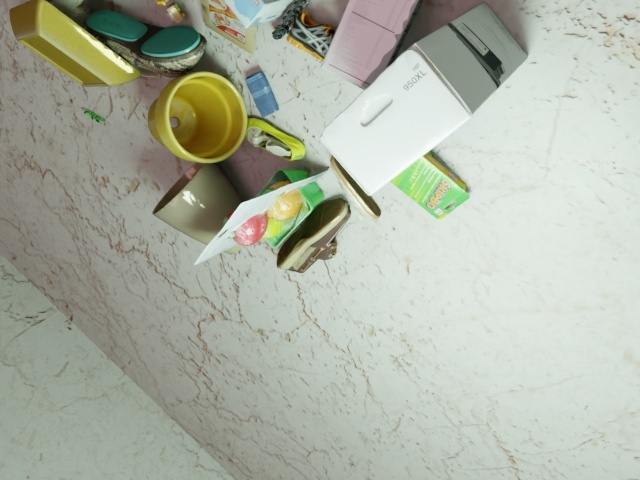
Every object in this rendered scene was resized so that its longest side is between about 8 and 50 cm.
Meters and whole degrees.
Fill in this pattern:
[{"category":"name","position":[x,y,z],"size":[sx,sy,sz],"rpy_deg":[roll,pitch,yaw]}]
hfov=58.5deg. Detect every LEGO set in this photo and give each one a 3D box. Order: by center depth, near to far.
[{"category":"LEGO set","position":[-0.461,-0.748,1.575],"size":[0.287,0.107,0.132],"rpy_deg":[44,169,-4]}]

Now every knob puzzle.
[{"category":"knob puzzle","position":[-0.239,-0.608,1.506],"size":[0.213,0.030,0.213],"rpy_deg":[32,156,16]}]

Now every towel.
[{"category":"towel","position":[-0.163,-0.414,1.613],"size":[0.067,0.029,0.119],"rpy_deg":[-9,113,38]}]

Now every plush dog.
[{"category":"plush dog","position":[-0.773,-0.793,1.694],"size":[0.262,0.211,0.225],"rpy_deg":[-33,71,42]}]

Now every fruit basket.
[{"category":"fruit basket","position":[-0.173,-0.078,1.625],"size":[0.165,0.353,0.327],"rpy_deg":[58,136,12]}]

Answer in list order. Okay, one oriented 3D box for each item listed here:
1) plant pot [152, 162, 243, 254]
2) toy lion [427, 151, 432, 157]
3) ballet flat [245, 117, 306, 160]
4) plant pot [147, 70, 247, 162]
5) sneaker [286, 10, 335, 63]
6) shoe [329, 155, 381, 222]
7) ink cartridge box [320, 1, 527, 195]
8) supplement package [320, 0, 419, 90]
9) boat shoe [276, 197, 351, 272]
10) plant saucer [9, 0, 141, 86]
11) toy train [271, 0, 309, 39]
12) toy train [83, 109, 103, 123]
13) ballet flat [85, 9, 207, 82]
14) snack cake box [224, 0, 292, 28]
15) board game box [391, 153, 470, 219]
[{"category":"plant pot","position":[-0.345,-0.090,1.832],"size":[0.274,0.256,0.257],"rpy_deg":[44,136,-20]},{"category":"toy lion","position":[0.248,-0.198,1.475],"size":[0.100,0.034,0.096],"rpy_deg":[-23,111,42]},{"category":"ballet flat","position":[-0.151,-0.290,1.653],"size":[0.231,0.077,0.077],"rpy_deg":[27,131,18]},{"category":"plant pot","position":[-0.383,-0.352,1.671],"size":[0.239,0.254,0.253],"rpy_deg":[9,125,50]},{"category":"sneaker","position":[0.014,-0.489,1.408],"size":[0.215,0.084,0.083],"rpy_deg":[31,123,13]},{"category":"shoe","position":[0.085,-0.142,1.590],"size":[0.058,0.076,0.219],"rpy_deg":[-27,104,37]},{"category":"ink cartridge box","position":[0.219,-0.296,1.174],"size":[0.166,0.395,0.285],"rpy_deg":[49,134,-2]},{"category":"supplement package","position":[0.121,-0.472,1.257],"size":[0.139,0.134,0.244],"rpy_deg":[28,118,1]},{"category":"boat shoe","position":[0.000,0.000,1.736],"size":[0.123,0.123,0.342],"rpy_deg":[27,131,-23]},{"category":"plant saucer","position":[-0.749,-0.562,1.705],"size":[0.333,0.080,0.333],"rpy_deg":[15,165,47]},{"category":"toy train","position":[-0.071,-0.566,1.444],"size":[0.158,0.036,0.027],"rpy_deg":[-38,81,45]},{"category":"toy train","position":[-0.813,-0.444,2.045],"size":[0.083,0.024,0.017],"rpy_deg":[31,132,14]},{"category":"ballet flat","position":[-0.491,-0.553,1.684],"size":[0.483,0.164,0.182],"rpy_deg":[23,151,28]},{"category":"snack cake box","position":[-0.199,-0.661,1.388],"size":[0.089,0.152,0.264],"rpy_deg":[-33,97,42]},{"category":"board game box","position":[0.250,-0.165,1.459],"size":[0.259,0.039,0.124],"rpy_deg":[39,136,-8]}]
